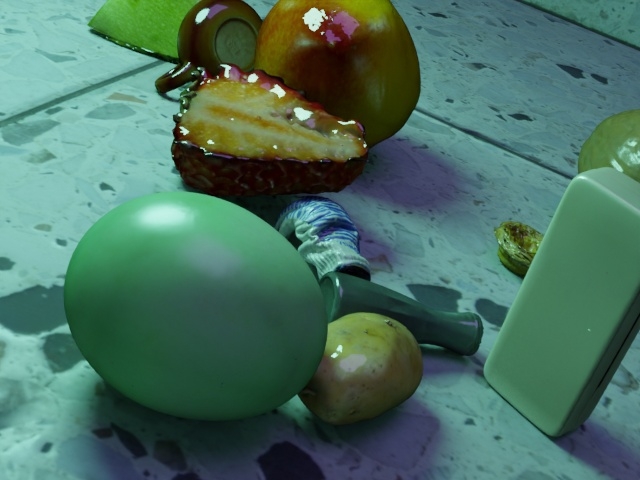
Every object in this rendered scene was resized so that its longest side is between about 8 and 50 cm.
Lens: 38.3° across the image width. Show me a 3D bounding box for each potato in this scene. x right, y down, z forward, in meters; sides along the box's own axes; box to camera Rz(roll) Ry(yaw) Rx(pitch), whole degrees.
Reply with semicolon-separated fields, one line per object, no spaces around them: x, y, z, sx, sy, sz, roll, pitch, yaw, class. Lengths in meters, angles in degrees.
0.045;0.138;1.021;0.118;0.109;0.178;14;17;34;potato

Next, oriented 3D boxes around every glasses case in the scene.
0.300;0.076;1.065;0.070;0.313;0.131;-16;44;-40;glasses case

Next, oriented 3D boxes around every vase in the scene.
0.099;0.100;1.151;0.214;0.086;0.086;13;30;-21;vase

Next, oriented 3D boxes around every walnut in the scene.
0.573;-0.089;1.549;0.252;0.277;0.313;-18;22;12;walnut

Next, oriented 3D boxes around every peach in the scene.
0.017;-0.292;1.516;0.289;0.289;0.308;40;10;32;peach

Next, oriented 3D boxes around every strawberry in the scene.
-0.090;-0.141;1.364;0.280;0.150;0.253;2;40;-16;strawberry

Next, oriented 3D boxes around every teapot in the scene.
-0.197;-0.332;1.642;0.252;0.178;0.135;-39;23;-25;teapot

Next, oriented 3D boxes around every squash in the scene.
-0.252;-0.409;1.807;0.309;0.210;0.234;42;23;-18;squash

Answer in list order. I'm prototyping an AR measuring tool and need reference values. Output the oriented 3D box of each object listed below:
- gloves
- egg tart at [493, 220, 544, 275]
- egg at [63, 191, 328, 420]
0.005;-0.002;1.263;0.119;0.097;0.229;39;5;-39;gloves
0.322;0.021;1.438;0.128;0.049;0.129;20;29;-12;egg tart
-0.123;0.067;0.927;0.269;0.220;0.220;20;30;-1;egg
